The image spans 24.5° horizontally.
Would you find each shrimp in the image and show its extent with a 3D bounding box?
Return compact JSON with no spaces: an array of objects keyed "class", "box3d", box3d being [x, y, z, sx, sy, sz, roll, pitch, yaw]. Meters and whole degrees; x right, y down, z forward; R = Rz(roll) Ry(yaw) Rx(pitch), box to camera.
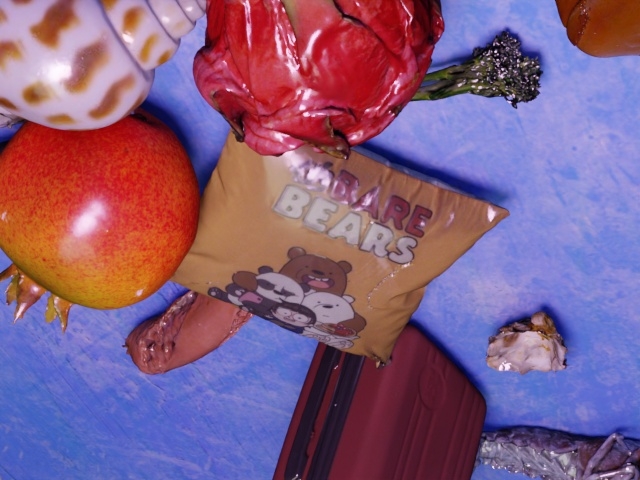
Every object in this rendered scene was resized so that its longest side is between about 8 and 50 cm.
[{"class":"shrimp","box3d":[0.368,0.320,1.915,0.410,0.166,0.221,19,148,13]}]

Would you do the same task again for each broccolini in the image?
[{"class":"broccolini","box3d":[0.121,-0.161,1.434,0.201,0.058,0.074,2,131,41]}]

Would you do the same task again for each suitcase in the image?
[{"class":"suitcase","box3d":[0.072,0.265,1.801,0.161,0.297,0.236,-7,140,38]}]

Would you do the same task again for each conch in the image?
[{"class":"conch","box3d":[-0.246,-0.187,1.413,0.274,0.183,0.149,3,116,-5]}]

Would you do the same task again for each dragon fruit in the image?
[{"class":"dragon fruit","box3d":[-0.020,-0.191,1.254,0.233,0.234,0.293,-11,155,30]}]

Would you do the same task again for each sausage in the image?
[{"class":"sausage","box3d":[-0.148,0.097,1.820,0.079,0.087,0.326,16,148,-31]}]

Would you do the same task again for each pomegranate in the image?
[{"class":"pomegranate","box3d":[-0.243,-0.022,1.523,0.221,0.221,0.257,37,95,-29]}]

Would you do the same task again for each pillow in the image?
[{"class":"pillow","box3d":[0.000,0.000,1.604,0.310,0.119,0.312,25,134,-9]}]

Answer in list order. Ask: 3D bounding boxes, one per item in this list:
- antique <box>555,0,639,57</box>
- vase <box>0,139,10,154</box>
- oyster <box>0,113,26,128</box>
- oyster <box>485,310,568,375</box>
[{"class":"antique","box3d":[0.322,-0.224,1.151,0.278,0.129,0.223,-12,158,-1]},{"class":"vase","box3d":[-0.303,-0.049,1.659,0.182,0.120,0.120,5,146,-13]},{"class":"oyster","box3d":[-0.347,-0.158,1.565,0.165,0.053,0.108,5,126,22]},{"class":"oyster","box3d":[0.252,0.120,1.754,0.103,0.051,0.148,14,160,-6]}]
